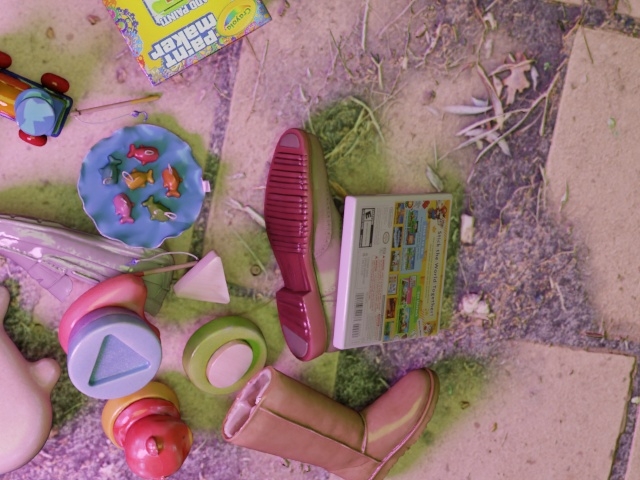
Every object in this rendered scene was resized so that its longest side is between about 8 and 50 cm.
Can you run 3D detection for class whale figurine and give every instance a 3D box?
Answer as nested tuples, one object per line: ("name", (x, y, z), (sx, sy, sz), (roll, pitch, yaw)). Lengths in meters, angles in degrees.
("whale figurine", (-0.488, 0.207, 1.659), (0.216, 0.141, 0.272), (-11, 78, -10))

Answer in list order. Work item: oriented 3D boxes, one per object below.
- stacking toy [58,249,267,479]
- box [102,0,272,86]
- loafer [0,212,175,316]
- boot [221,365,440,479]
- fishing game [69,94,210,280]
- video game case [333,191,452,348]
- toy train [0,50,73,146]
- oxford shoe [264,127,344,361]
("stacking toy", (-0.208, 0.188, 1.630), (0.279, 0.130, 0.309), (-27, 127, -7))
("box", (-0.215, -0.370, 1.492), (0.177, 0.290, 0.279), (-30, 103, -2))
("loafer", (-0.371, 0.033, 1.636), (0.319, 0.112, 0.111), (14, 88, -11))
("boot", (0.023, 0.253, 1.716), (0.269, 0.089, 0.236), (29, 96, -27))
("fishing game", (-0.250, -0.079, 1.626), (0.189, 0.041, 0.264), (-10, 84, -23))
("video game case", (0.111, 0.042, 1.704), (0.206, 0.026, 0.227), (-4, 103, -40))
("toy train", (-0.470, -0.213, 1.558), (0.248, 0.143, 0.105), (23, 96, -12))
("oxford shoe", (0.000, 0.000, 1.701), (0.130, 0.123, 0.348), (-11, 106, -29))
